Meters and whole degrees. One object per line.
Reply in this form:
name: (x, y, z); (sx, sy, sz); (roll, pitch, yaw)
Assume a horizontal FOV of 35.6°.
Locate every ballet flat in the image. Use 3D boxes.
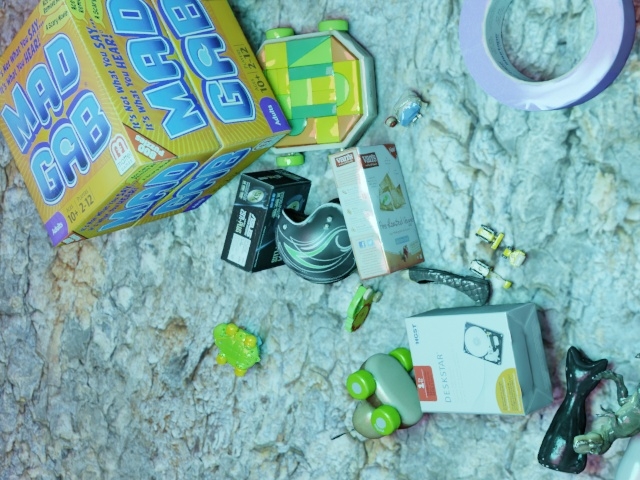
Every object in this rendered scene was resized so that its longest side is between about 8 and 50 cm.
ballet flat: (0.224, 0.080, 1.816); (0.173, 0.057, 0.049); (11, 90, 27)

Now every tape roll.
tape roll: (0.373, -0.352, 1.654); (0.275, 0.090, 0.274); (4, 98, 30)

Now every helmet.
helmet: (0.000, 0.000, 1.875); (0.162, 0.169, 0.169); (-26, 84, 12)

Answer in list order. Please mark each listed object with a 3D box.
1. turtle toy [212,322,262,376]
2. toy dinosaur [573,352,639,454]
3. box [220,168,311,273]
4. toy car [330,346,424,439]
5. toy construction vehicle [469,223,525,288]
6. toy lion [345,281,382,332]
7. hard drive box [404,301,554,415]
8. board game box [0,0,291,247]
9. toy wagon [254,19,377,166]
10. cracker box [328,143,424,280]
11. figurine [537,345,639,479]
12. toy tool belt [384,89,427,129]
turtle toy: (-0.173, 0.214, 2.059); (0.130, 0.066, 0.095); (29, 111, 24)
toy dinosaur: (0.517, 0.249, 1.612); (0.268, 0.064, 0.118); (-29, 71, 11)
box: (-0.105, -0.039, 1.937); (0.078, 0.147, 0.180); (23, 107, 25)
toy car: (0.097, 0.313, 1.883); (0.149, 0.155, 0.188); (55, 131, 12)
toy construction vehicle: (0.312, 0.029, 1.780); (0.098, 0.035, 0.085); (31, 100, 20)
toy lion: (0.074, 0.130, 1.891); (0.034, 0.100, 0.096); (31, 92, 21)
hard drive box: (0.276, 0.209, 1.756); (0.232, 0.089, 0.181); (-10, 92, 48)
board game box: (-0.351, -0.250, 1.882); (0.356, 0.356, 0.356); (-34, 80, 45)
toy wagon: (-0.055, -0.275, 1.920); (0.345, 0.068, 0.267); (-1, 96, 30)
cracker box: (0.105, -0.056, 1.810); (0.067, 0.156, 0.232); (-15, 90, 30)
figurine: (0.493, 0.303, 1.679); (0.215, 0.092, 0.209); (14, 93, 26)
toy tool belt: (0.157, -0.229, 1.817); (0.051, 0.052, 0.083); (48, 118, 25)
